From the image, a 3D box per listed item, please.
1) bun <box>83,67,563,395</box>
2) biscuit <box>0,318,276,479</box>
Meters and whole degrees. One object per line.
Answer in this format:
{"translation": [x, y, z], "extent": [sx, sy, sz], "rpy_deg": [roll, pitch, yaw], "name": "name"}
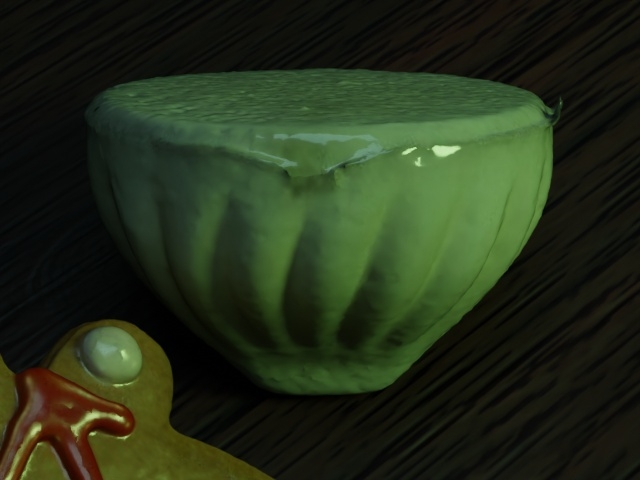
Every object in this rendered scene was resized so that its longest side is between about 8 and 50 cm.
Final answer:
{"translation": [0.000, 0.000, 1.014], "extent": [0.263, 0.175, 0.263], "rpy_deg": [1, 12, 0], "name": "bun"}
{"translation": [-0.117, 0.131, 0.876], "extent": [0.324, 0.049, 0.205], "rpy_deg": [36, 55, -5], "name": "biscuit"}
